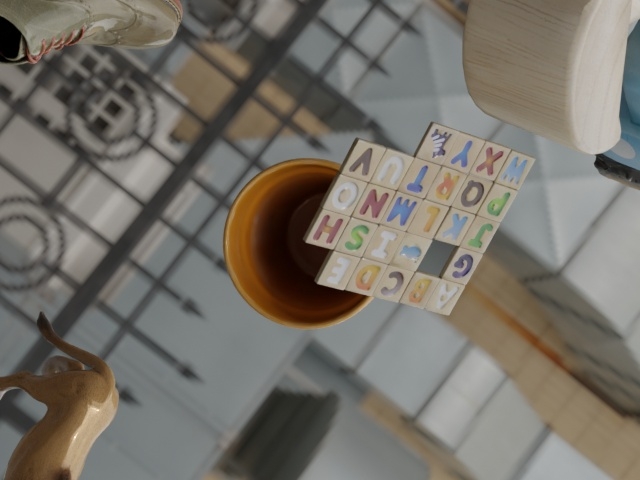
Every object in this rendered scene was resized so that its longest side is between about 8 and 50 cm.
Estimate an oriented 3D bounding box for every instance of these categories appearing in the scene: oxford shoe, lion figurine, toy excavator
[{"bbox_3d":[-0.307,-0.236,1.806,0.123,0.348,0.130,-48,-133,47],"label":"oxford shoe"},{"bbox_3d":[-0.339,0.275,2.092,0.240,0.142,0.392,-1,-112,40],"label":"lion figurine"},{"bbox_3d":[0.276,-0.155,1.155,0.433,0.222,0.445,-52,144,-19],"label":"toy excavator"}]

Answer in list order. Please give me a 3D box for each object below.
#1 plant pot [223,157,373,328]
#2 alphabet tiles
[{"bbox_3d":[0.000,0.000,2.061,0.205,0.205,0.188,-50,173,9],"label":"plant pot"},{"bbox_3d":[0.097,-0.027,1.703,0.009,0.237,0.198,44,-68,46],"label":"alphabet tiles"}]
